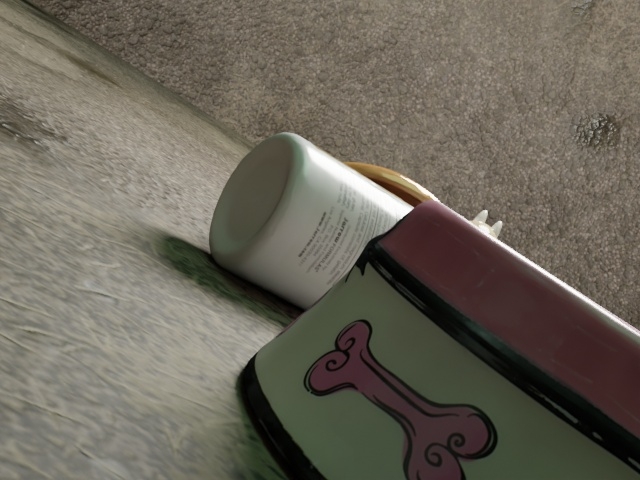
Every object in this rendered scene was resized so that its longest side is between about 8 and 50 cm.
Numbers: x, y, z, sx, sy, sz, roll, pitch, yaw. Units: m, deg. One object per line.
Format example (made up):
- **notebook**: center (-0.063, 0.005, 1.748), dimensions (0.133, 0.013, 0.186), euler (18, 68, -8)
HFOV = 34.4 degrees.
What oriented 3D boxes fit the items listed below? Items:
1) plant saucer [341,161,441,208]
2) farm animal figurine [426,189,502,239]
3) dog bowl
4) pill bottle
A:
- **plant saucer**: center (0.046, -0.010, 1.037), dimensions (0.200, 0.037, 0.200), euler (12, -38, 9)
- **farm animal figurine**: center (0.164, 0.024, 1.386), dimensions (0.330, 0.172, 0.327), euler (31, 6, -16)
- **dog bowl**: center (0.164, 0.126, 0.605), dimensions (0.408, 0.150, 0.408), euler (33, 5, -3)
- **pill bottle**: center (0.027, 0.011, 0.925), dimensions (0.229, 0.131, 0.131), euler (30, 6, -30)
